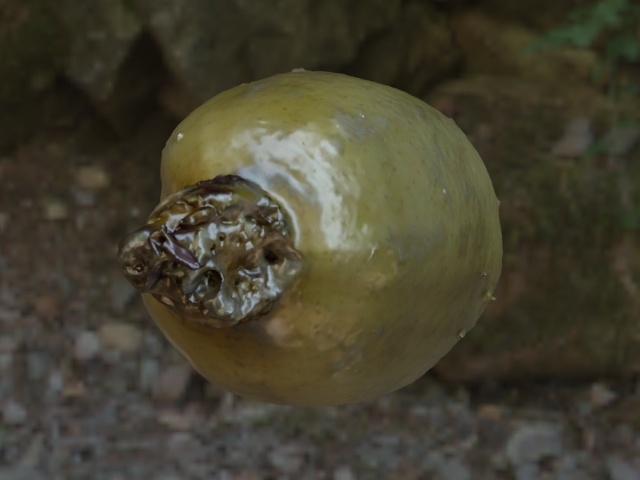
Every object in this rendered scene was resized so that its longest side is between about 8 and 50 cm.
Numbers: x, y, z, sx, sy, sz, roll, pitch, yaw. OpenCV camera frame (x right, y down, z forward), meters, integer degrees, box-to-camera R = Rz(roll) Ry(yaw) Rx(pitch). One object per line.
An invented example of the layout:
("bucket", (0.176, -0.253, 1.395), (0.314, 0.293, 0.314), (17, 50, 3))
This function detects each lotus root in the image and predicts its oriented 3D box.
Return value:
("lotus root", (0.000, 0.000, 0.994), (0.151, 0.169, 0.343), (11, 3, 17))
